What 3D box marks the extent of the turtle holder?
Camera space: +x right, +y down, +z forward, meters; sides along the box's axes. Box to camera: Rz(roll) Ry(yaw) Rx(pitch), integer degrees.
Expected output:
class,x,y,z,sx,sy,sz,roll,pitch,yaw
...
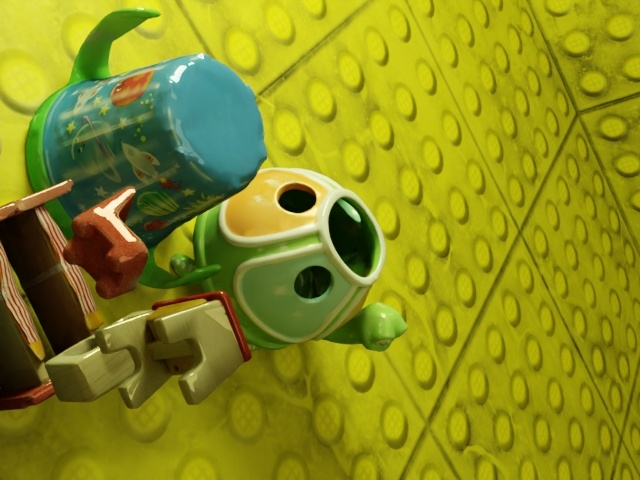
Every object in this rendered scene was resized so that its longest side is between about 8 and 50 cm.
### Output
class,x,y,z,sx,sy,sz,roll,pitch,yaw
turtle holder,-0.025,0.050,1.185,0.243,0.227,0.320,-33,104,-52

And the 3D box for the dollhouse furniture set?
class,x,y,z,sx,sy,sz,roll,pitch,yaw
dollhouse furniture set,-0.222,0.041,0.825,0.152,0.374,0.201,-32,105,-47

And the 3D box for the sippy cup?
class,x,y,z,sx,sy,sz,roll,pitch,yaw
sippy cup,-0.195,-0.114,1.030,0.305,0.224,0.240,54,43,-26
